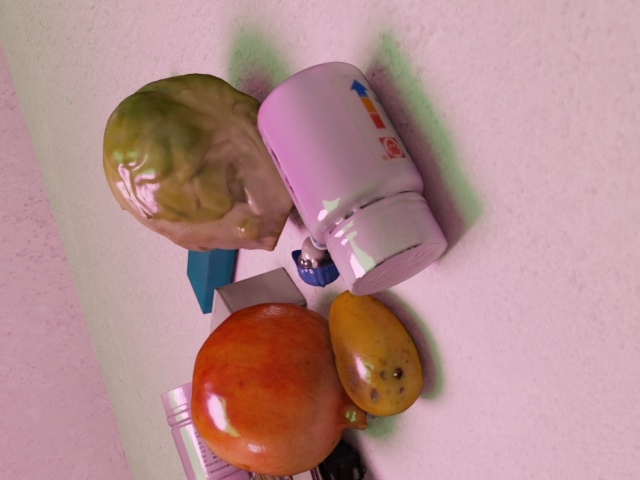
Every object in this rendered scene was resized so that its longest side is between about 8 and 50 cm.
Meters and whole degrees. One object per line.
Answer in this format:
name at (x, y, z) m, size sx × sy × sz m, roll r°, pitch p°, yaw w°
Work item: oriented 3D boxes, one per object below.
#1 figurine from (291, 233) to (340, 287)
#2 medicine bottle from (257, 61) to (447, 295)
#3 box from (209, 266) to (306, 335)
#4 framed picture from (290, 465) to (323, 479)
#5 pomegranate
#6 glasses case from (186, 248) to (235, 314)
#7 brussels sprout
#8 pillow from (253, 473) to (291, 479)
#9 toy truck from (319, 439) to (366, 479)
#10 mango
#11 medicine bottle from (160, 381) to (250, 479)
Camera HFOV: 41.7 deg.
figurine at (0.008, 0.003, 1.204) m, size 0.079 × 0.077 × 0.136 m, roll 31°, pitch 125°, yaw 5°
medicine bottle at (0.037, -0.073, 1.000) m, size 0.255 × 0.152 × 0.152 m, roll 64°, pitch 152°, yaw 17°
box at (-0.115, 0.166, 1.443) m, size 0.086 × 0.129 × 0.225 m, roll 53°, pitch 147°, yaw 33°
framed picture at (-0.029, 0.391, 1.414) m, size 0.265 × 0.016 × 0.347 m, roll 99°, pitch 158°, yaw -54°
pomegranate at (-0.052, 0.223, 1.233) m, size 0.270 × 0.252 × 0.229 m, roll 4°, pitch 146°, yaw 21°
glasses case at (-0.201, -0.002, 1.585) m, size 0.301 × 0.070 × 0.117 m, roll 102°, pitch 147°, yaw -46°
brussels sprout at (-0.179, -0.119, 1.281) m, size 0.243 × 0.316 × 0.274 m, roll -56°, pitch 29°, yaw 18°
pillow at (-0.075, 0.511, 1.646) m, size 0.208 × 0.052 × 0.212 m, roll 57°, pitch 148°, yaw 35°
toy truck at (0.034, 0.428, 1.385) m, size 0.088 × 0.074 × 0.202 m, roll -144°, pitch 43°, yaw -62°
mango at (0.065, 0.148, 1.134) m, size 0.195 × 0.098 × 0.137 m, roll -127°, pitch 28°, yaw -44°
medicine bottle at (-0.257, 0.437, 1.858) m, size 0.250 × 0.133 × 0.133 m, roll 67°, pitch 152°, yaw 9°
